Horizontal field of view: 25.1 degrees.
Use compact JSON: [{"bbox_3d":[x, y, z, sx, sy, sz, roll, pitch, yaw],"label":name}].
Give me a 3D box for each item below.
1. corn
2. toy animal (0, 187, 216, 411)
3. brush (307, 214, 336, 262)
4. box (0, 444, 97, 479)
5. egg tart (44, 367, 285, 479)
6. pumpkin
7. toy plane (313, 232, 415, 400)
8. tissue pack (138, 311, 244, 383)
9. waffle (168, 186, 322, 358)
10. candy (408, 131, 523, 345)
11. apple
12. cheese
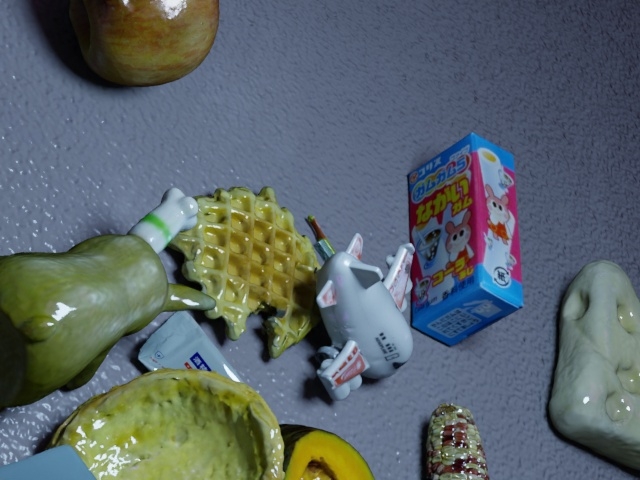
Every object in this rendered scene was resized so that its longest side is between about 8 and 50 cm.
[{"bbox_3d":[0.196,0.367,2.028,0.098,0.098,0.289,22,46,-34],"label":"corn"},{"bbox_3d":[-0.275,0.070,1.708,0.363,0.180,0.181,-25,90,-57],"label":"toy animal"},{"bbox_3d":[0.000,0.000,2.139,0.021,0.019,0.083,-26,85,-41],"label":"brush"},{"bbox_3d":[-0.306,0.320,1.463,0.162,0.227,0.130,-15,61,-47],"label":"box"},{"bbox_3d":[-0.177,0.282,1.637,0.294,0.123,0.294,-3,50,4],"label":"egg tart"},{"bbox_3d":[-0.029,0.376,1.750,0.222,0.139,0.317,48,36,-26],"label":"pumpkin"},{"bbox_3d":[0.063,0.104,2.004,0.252,0.118,0.252,-28,124,-51],"label":"toy plane"},{"bbox_3d":[-0.150,0.189,1.853,0.193,0.026,0.122,52,39,-4],"label":"tissue pack"},{"bbox_3d":[-0.093,0.035,1.996,0.261,0.056,0.250,-32,88,-49],"label":"waffle"},{"bbox_3d":[0.224,-0.005,2.260,0.100,0.157,0.305,27,48,-30],"label":"candy"},{"bbox_3d":[-0.243,-0.316,1.968,0.188,0.211,0.211,-10,70,-24],"label":"apple"},{"bbox_3d":[0.537,0.232,2.431,0.328,0.130,0.351,34,46,-21],"label":"cheese"}]
